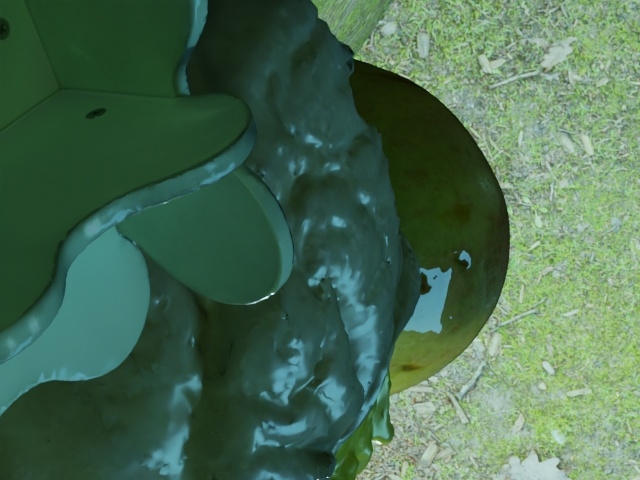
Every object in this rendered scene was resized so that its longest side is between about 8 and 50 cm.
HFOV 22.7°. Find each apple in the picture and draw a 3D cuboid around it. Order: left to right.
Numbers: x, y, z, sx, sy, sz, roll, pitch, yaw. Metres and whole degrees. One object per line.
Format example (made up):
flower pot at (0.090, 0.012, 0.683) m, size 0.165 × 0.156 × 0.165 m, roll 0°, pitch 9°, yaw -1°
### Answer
apple at (0.000, 0.000, 1.500) m, size 0.305 × 0.338 × 0.338 m, roll -12°, pitch 145°, yaw -52°

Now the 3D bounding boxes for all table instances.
table at (-0.128, 0.010, 0.396) m, size 0.198 × 0.166 × 0.166 m, roll -44°, pitch 173°, yaw -38°

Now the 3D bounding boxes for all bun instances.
bun at (-0.069, 0.020, 0.657) m, size 0.281 × 0.205 × 0.281 m, roll -44°, pitch -167°, yaw 13°

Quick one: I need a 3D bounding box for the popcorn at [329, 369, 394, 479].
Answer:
popcorn at (-0.082, 0.082, 1.215) m, size 0.312 × 0.312 × 0.312 m, roll -54°, pitch 179°, yaw -1°
